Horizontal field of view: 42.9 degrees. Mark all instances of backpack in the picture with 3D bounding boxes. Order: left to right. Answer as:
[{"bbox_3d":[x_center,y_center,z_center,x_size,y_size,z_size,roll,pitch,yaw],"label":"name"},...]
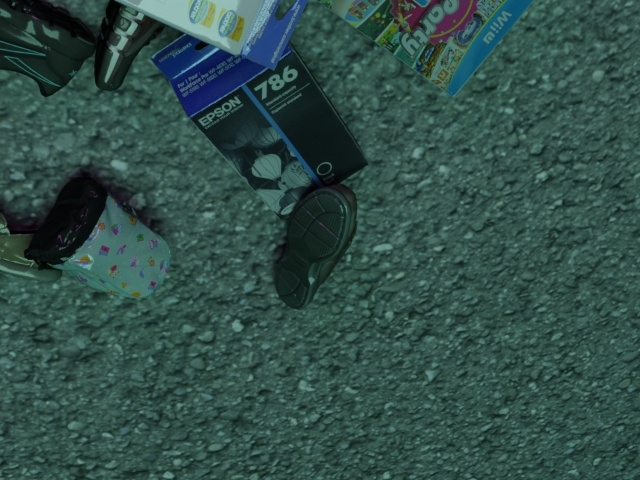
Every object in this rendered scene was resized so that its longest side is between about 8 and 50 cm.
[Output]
[{"bbox_3d":[-0.308,0.013,1.175,0.182,0.115,0.152,43,72,-43],"label":"backpack"}]

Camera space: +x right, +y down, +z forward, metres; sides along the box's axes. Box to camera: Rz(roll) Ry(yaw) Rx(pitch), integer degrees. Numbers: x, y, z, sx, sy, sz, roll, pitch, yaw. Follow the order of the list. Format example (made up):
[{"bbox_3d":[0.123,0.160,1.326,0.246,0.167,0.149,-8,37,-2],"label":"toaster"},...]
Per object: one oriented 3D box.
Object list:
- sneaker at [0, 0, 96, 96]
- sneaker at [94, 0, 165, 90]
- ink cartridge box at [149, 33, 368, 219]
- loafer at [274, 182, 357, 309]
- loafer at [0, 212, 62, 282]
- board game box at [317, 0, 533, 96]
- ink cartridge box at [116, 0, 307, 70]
[{"bbox_3d":[-0.412,-0.269,0.986,0.267,0.101,0.106,29,114,-29],"label":"sneaker"},{"bbox_3d":[-0.173,-0.295,1.031,0.162,0.106,0.281,17,117,-28],"label":"sneaker"},{"bbox_3d":[-0.071,-0.170,1.116,0.165,0.065,0.333,-32,139,8],"label":"ink cartridge box"},{"bbox_3d":[0.000,0.000,1.259,0.084,0.096,0.267,-35,161,-40],"label":"loafer"},{"bbox_3d":[-0.486,-0.009,1.158,0.251,0.094,0.087,16,93,-34],"label":"loafer"},{"bbox_3d":[0.127,-0.366,1.068,0.303,0.097,0.224,27,113,-30],"label":"board game box"},{"bbox_3d":[-0.154,-0.340,0.925,0.311,0.065,0.186,21,104,-24],"label":"ink cartridge box"}]
